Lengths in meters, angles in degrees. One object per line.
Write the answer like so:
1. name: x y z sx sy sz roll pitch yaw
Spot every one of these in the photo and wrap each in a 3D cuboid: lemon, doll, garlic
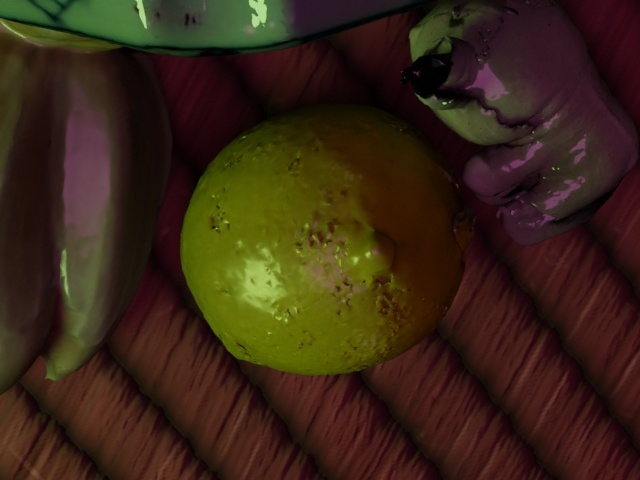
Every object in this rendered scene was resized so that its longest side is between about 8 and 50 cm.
1. lemon: 0.000 0.000 1.241 0.173 0.206 0.173 9 75 -38
2. doll: 0.124 -0.090 1.221 0.095 0.149 0.192 -9 134 43
3. garlic: -0.234 -0.032 1.229 0.279 0.132 0.325 16 103 -15

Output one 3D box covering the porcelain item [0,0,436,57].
1. porcelain item: -0.042 -0.203 1.079 0.281 0.286 0.157 -21 114 -38
